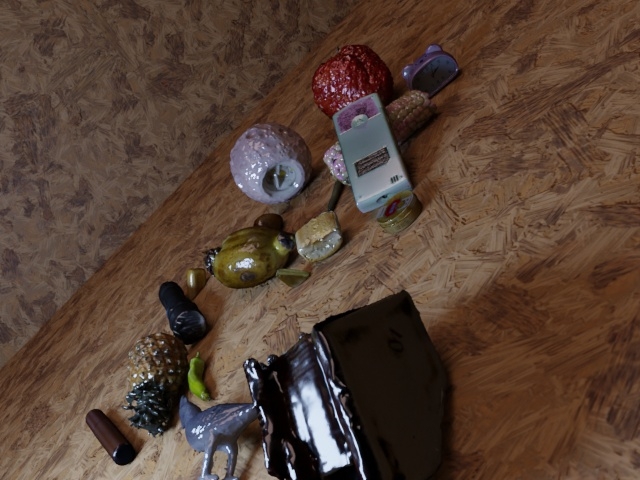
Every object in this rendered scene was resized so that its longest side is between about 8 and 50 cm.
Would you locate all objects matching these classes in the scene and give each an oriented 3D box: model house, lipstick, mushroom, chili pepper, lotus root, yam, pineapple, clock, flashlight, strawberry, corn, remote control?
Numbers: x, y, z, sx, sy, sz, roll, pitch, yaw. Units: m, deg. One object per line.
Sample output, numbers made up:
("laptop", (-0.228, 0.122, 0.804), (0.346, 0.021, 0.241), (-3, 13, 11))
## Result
("model house", (0.026, 0.267, 0.976), (0.282, 0.297, 0.317), (-41, 58, 31))
("lipstick", (-0.542, 0.498, 1.697), (0.057, 0.057, 0.356), (-52, 24, -18))
("mushroom", (-0.168, -0.032, 1.974), (0.088, 0.073, 0.129), (37, 84, 34))
("chili pepper", (-0.289, 0.336, 1.574), (0.048, 0.043, 0.208), (-20, 26, -8))
("lotus root", (-0.182, 0.045, 1.768), (0.314, 0.141, 0.169), (-14, 38, 36))
("yam", (0.054, -0.156, 1.871), (0.234, 0.029, 0.027), (-72, 7, -46))
("pineapple", (-0.395, 0.359, 1.599), (0.157, 0.158, 0.279), (-37, 33, 18))
("clock", (0.310, -0.476, 1.877), (0.152, 0.110, 0.050), (-39, 19, 16))
("flashlight", (-0.421, 0.200, 1.964), (0.103, 0.103, 0.424), (-47, 22, -7))
("strawberry", (0.113, -0.476, 2.087), (0.257, 0.257, 0.277), (-43, 39, 4))
("corn", (0.157, -0.281, 1.784), (0.335, 0.127, 0.127), (-40, 22, 7))
("remote control", (0.124, -0.228, 1.658), (0.145, 0.050, 0.344), (-25, 49, 16))

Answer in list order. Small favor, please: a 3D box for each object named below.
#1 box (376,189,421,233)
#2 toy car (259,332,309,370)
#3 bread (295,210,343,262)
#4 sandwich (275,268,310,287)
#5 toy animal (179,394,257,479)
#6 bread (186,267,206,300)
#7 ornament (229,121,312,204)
("box", (0.175, -0.064, 1.473), (0.105, 0.037, 0.106), (-36, 24, 19))
("toy car", (-0.061, 0.250, 1.290), (0.165, 0.062, 0.071), (-37, 24, 18))
("bread", (0.001, -0.001, 1.615), (0.125, 0.082, 0.106), (-29, 35, 10))
("sandwich", (-0.067, 0.093, 1.616), (0.031, 0.083, 0.044), (-82, -1, -49))
("toy animal", (-0.181, 0.361, 1.229), (0.367, 0.081, 0.206), (-20, 46, 40))
("bread", (-0.394, 0.138, 2.105), (0.062, 0.103, 0.049), (-6, 7, -41))
("ornament", (-0.155, -0.245, 2.081), (0.259, 0.259, 0.225), (-41, 44, 8))
